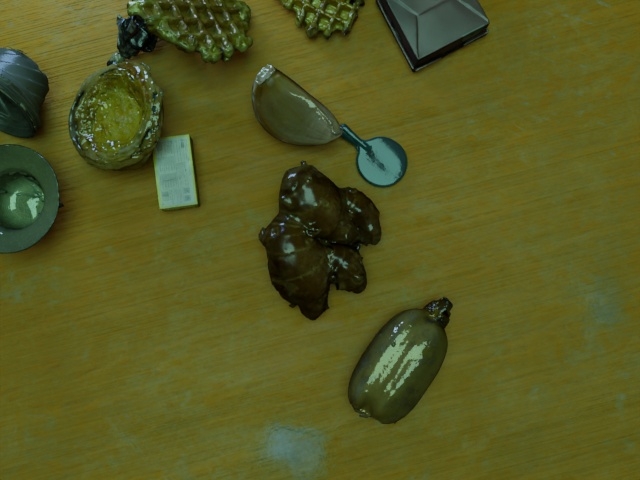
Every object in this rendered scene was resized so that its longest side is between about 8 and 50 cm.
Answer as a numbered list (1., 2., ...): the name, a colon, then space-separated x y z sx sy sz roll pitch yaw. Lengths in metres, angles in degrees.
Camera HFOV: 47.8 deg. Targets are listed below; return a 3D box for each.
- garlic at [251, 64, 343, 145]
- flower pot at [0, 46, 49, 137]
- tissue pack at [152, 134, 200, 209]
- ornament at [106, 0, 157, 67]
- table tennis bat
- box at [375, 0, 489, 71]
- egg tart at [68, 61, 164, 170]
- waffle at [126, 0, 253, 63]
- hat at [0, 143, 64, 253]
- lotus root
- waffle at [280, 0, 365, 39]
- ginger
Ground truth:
1. garlic: -0.058 -0.310 1.731 0.245 0.164 0.145 35 70 -3
2. flower pot: -0.748 -0.368 1.729 0.236 0.235 0.140 25 66 2
3. tissue pack: -0.354 -0.165 1.773 0.095 0.062 0.176 -8 86 -2
4. ornament: -0.470 -0.495 1.767 0.153 0.166 0.196 45 103 4
5. table tennis bat: 0.124 -0.218 1.788 0.201 0.033 0.124 39 86 0
6. box: 0.277 -0.559 1.780 0.215 0.086 0.215 -27 87 0
7. egg tart: -0.475 -0.299 1.743 0.291 0.107 0.290 -2 85 24
8. waffle: -0.303 -0.552 1.715 0.325 0.068 0.302 31 45 -15
9. hat: -0.729 -0.096 1.737 0.257 0.130 0.257 0 87 0
10. lotus root: 0.197 0.275 1.700 0.169 0.151 0.342 34 86 15
11. waffle: 0.034 -0.642 1.800 0.310 0.065 0.283 -19 84 3
12. ginger: -0.006 0.009 1.723 0.274 0.152 0.357 18 87 -18
